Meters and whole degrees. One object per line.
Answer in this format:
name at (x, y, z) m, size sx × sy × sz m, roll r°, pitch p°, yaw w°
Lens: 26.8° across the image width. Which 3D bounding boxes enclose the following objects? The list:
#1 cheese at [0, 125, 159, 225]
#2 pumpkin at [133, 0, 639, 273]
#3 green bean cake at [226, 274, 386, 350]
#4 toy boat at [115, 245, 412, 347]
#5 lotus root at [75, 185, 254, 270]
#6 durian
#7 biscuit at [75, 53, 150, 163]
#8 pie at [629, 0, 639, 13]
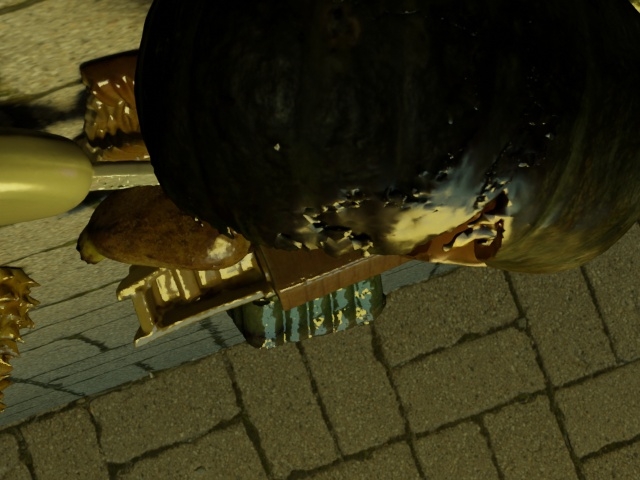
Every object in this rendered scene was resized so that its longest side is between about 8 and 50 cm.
cheese at (-0.195, -0.046, 0.990) m, size 0.252 × 0.054 × 0.127 m, roll -4°, pitch 167°, yaw -26°
pumpkin at (0.050, -0.083, 0.796) m, size 0.321 × 0.192 × 0.320 m, roll 10°, pitch -178°, yaw 0°
green bean cake at (-0.032, 0.029, 1.580) m, size 0.181 × 0.173 × 0.094 m, roll -15°, pitch 129°, yaw -18°
toy boat at (0.000, 0.000, 1.437) m, size 0.446 × 0.135 × 0.162 m, roll -20°, pitch -147°, yaw -6°
lotus root at (-0.148, -0.016, 1.259) m, size 0.191 × 0.108 × 0.094 m, roll -8°, pitch 146°, yaw 8°
durian at (-0.396, 0.101, 1.483) m, size 0.196 × 0.185 × 0.305 m, roll -42°, pitch 165°, yaw -8°
biscuit at (-0.130, -0.096, 1.022) m, size 0.176 × 0.031 × 0.229 m, roll -24°, pitch 171°, yaw 23°
pie at (0.346, -0.213, 1.229) m, size 0.323 × 0.070 × 0.323 m, roll -19°, pitch 170°, yaw -4°
